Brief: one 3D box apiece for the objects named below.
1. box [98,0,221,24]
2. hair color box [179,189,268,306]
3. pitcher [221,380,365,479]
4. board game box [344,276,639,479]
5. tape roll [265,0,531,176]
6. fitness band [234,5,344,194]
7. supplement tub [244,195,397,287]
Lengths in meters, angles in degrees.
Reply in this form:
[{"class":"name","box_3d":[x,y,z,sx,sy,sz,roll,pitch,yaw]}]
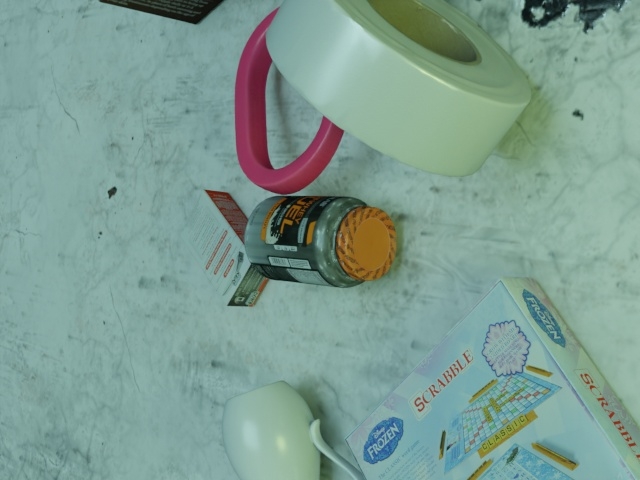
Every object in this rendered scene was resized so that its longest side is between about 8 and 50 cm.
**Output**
[{"class":"box","box_3d":[-0.163,-0.481,1.409,0.381,0.191,0.143,-27,68,43]},{"class":"hair color box","box_3d":[-0.139,0.011,1.452,0.167,0.053,0.093,52,123,37]},{"class":"pitcher","box_3d":[-0.032,0.288,1.285,0.177,0.125,0.207,-24,80,22]},{"class":"board game box","box_3d":[0.199,0.260,1.060,0.319,0.065,0.318,-51,54,33]},{"class":"tape roll","box_3d":[0.087,-0.196,1.055,0.286,0.286,0.100,54,125,34]},{"class":"fitness band","box_3d":[-0.032,-0.201,1.309,0.209,0.054,0.291,-26,56,39]},{"class":"supplement tub","box_3d":[0.000,0.000,1.256,0.190,0.117,0.117,3,90,47]}]
